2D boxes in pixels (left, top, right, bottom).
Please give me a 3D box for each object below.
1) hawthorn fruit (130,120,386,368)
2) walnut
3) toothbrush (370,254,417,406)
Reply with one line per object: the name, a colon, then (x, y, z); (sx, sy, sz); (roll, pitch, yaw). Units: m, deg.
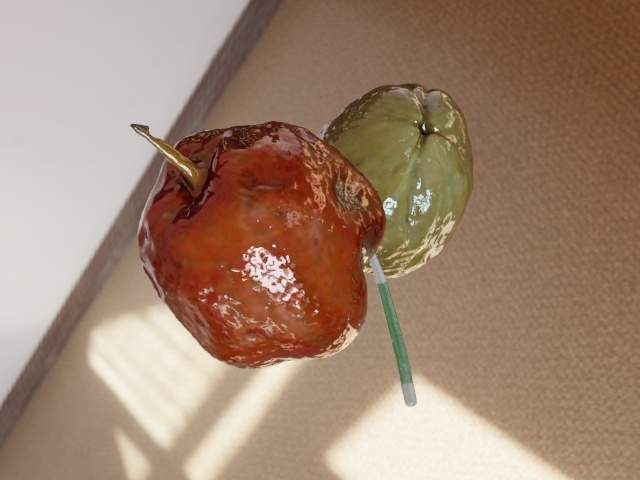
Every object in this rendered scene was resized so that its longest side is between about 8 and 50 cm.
hawthorn fruit: (-0.065, -0.018, 0.784); (0.207, 0.243, 0.207); (-25, 42, 25)
walnut: (0.085, -0.074, 1.280); (0.283, 0.227, 0.283); (-160, 90, -82)
toothbrush: (0.077, 0.070, 1.133); (0.018, 0.024, 0.257); (-26, 76, 62)
